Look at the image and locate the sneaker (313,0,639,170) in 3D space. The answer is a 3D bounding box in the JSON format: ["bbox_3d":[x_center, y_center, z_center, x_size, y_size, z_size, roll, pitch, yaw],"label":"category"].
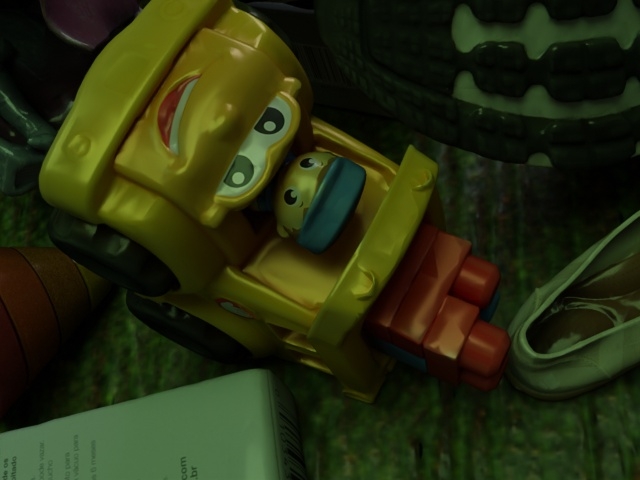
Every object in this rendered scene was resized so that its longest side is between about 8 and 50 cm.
[{"bbox_3d":[0.173,-0.157,0.485,0.411,0.158,0.182,-13,32,-20],"label":"sneaker"}]

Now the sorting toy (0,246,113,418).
[{"bbox_3d":[-0.266,-0.026,0.618,0.126,0.127,0.366,-27,49,-34],"label":"sorting toy"}]

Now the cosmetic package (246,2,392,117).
[{"bbox_3d":[0.044,-0.216,0.608,0.127,0.107,0.237,15,64,25],"label":"cosmetic package"}]

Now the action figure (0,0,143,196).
[{"bbox_3d":[-0.177,-0.220,0.627,0.276,0.248,0.370,20,38,-8],"label":"action figure"}]

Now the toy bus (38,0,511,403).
[{"bbox_3d":[0.000,0.000,0.435,0.212,0.220,0.149,24,73,23],"label":"toy bus"}]

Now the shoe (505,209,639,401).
[{"bbox_3d":[0.195,0.015,0.453,0.219,0.058,0.076,-31,57,-1],"label":"shoe"}]

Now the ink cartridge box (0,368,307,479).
[{"bbox_3d":[-0.151,0.257,0.424,0.330,0.071,0.324,-16,59,12],"label":"ink cartridge box"}]

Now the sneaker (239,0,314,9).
[{"bbox_3d":[-0.027,-0.176,0.514,0.121,0.079,0.217,4,26,-22],"label":"sneaker"}]
